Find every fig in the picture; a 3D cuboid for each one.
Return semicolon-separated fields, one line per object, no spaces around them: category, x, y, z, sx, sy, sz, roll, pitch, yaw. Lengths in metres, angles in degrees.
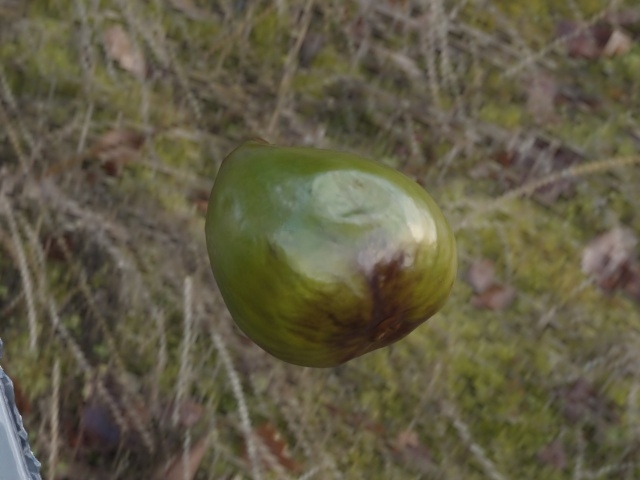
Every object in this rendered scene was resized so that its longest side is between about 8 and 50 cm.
fig;0.005;0.010;1.021;0.153;0.136;0.120;45;19;-39

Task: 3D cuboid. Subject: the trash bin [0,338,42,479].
trash bin;-0.327;0.127;0.837;0.368;0.255;0.296;-8;17;18
